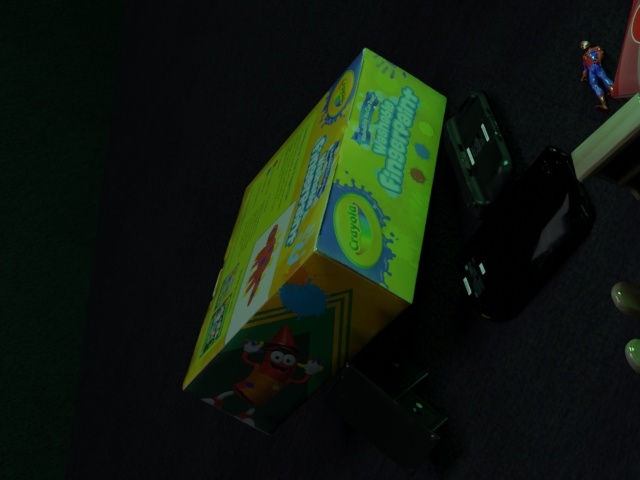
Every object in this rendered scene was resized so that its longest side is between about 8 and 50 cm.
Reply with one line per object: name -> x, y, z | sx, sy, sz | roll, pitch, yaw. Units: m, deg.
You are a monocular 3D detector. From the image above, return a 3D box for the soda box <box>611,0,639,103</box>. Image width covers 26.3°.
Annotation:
soda box -> 0.417, -0.276, 1.560 | 0.083, 0.092, 0.263 | 1, 75, 63

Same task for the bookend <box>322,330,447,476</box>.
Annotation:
bookend -> 0.110, 0.216, 1.837 | 0.157, 0.156, 0.072 | 39, 117, 14

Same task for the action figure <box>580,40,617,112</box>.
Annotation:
action figure -> 0.347, -0.213, 1.727 | 0.038, 0.030, 0.115 | -55, 29, 39

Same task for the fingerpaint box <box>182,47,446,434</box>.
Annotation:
fingerpaint box -> 0.000, 0.000, 1.996 | 0.371, 0.163, 0.445 | -47, 20, 40

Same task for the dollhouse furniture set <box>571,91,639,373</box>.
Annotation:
dollhouse furniture set -> 0.372, -0.008, 1.401 | 0.212, 0.161, 0.242 | -46, 36, 40

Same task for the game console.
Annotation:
game console -> 0.241, -0.077, 1.828 | 0.213, 0.044, 0.361 | -52, 33, 31
